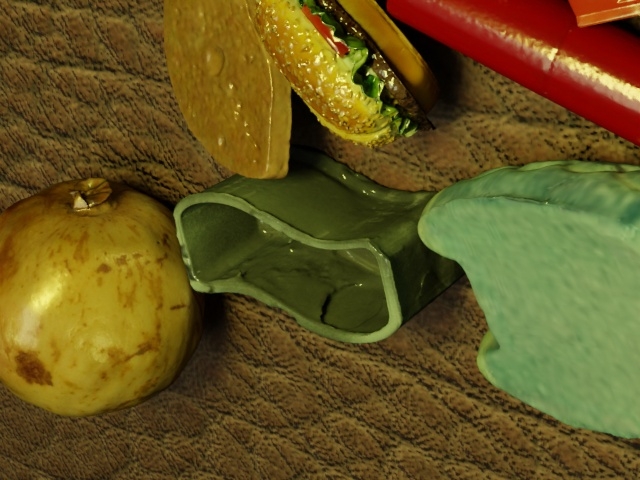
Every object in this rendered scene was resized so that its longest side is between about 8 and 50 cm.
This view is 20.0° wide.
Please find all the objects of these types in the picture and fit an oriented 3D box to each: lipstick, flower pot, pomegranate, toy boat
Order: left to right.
[{"bbox_3d":[-0.210,0.043,1.607,0.215,0.215,0.215,23,129,31],"label":"pomegranate"},{"bbox_3d":[0.000,0.000,1.462,0.229,0.108,0.103,17,126,34],"label":"flower pot"},{"bbox_3d":[0.176,-0.124,1.244,0.280,0.073,0.073,31,133,22],"label":"lipstick"},{"bbox_3d":[0.221,0.030,1.295,0.330,0.123,0.215,2,121,56],"label":"toy boat"}]

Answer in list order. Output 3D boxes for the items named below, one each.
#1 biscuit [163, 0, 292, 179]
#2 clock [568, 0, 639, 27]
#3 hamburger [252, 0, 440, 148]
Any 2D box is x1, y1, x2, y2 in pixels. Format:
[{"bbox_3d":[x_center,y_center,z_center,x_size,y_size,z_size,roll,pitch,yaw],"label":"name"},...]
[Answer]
[{"bbox_3d":[-0.075,-0.144,1.455,0.142,0.029,0.220,-44,64,49],"label":"biscuit"},{"bbox_3d":[0.223,-0.208,1.160,0.155,0.061,0.113,-6,111,41],"label":"clock"},{"bbox_3d":[0.011,-0.140,1.337,0.166,0.087,0.137,51,-177,18],"label":"hamburger"}]
